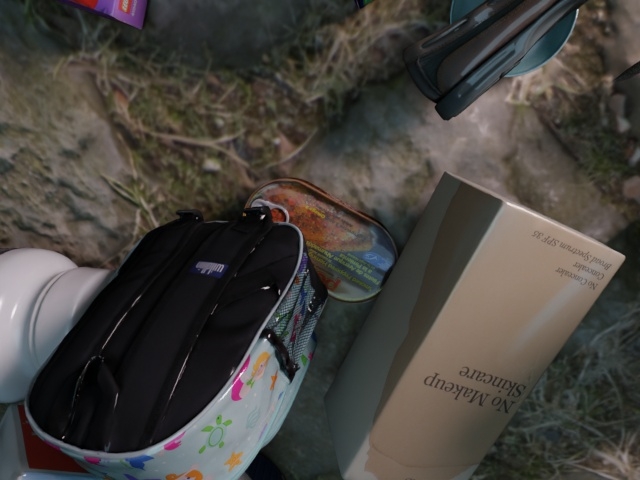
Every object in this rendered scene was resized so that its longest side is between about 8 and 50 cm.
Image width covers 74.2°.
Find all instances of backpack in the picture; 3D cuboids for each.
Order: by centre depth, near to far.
[{"bbox_3d":[-0.126,0.110,0.416,0.225,0.254,0.191,2,128,23],"label":"backpack"}]

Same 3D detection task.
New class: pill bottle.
[{"bbox_3d":[-0.394,0.095,0.498,0.318,0.176,0.177,0,104,8],"label":"pill bottle"}]

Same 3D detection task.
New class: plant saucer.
[{"bbox_3d":[0.188,-0.224,0.420,0.119,0.021,0.120,2,105,7],"label":"plant saucer"}]

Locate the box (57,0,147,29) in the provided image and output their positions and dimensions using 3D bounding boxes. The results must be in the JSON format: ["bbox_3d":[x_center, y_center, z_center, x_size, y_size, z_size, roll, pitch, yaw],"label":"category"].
[{"bbox_3d":[-0.250,-0.395,0.415,0.200,0.057,0.294,21,106,4],"label":"box"}]

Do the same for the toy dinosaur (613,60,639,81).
[{"bbox_3d":[0.419,-0.146,0.357,0.313,0.160,0.121,-12,118,20],"label":"toy dinosaur"}]

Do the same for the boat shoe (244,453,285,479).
[{"bbox_3d":[-0.071,0.378,0.586,0.066,0.066,0.183,-33,98,15],"label":"boat shoe"}]

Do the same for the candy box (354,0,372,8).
[{"bbox_3d":[0.099,-0.411,0.332,0.317,0.122,0.268,-28,97,15],"label":"candy box"}]

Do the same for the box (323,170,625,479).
[{"bbox_3d":[0.135,0.104,0.445,0.147,0.121,0.311,19,107,-15],"label":"box"}]

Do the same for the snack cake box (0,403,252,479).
[{"bbox_3d":[-0.213,0.272,0.464,0.264,0.152,0.089,32,77,-37],"label":"snack cake box"}]

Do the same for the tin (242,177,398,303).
[{"bbox_3d":[0.000,0.000,0.495,0.189,0.040,0.106,30,102,-1],"label":"tin"}]

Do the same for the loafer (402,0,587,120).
[{"bbox_3d":[0.190,-0.225,0.362,0.267,0.096,0.084,-42,90,17],"label":"loafer"}]
